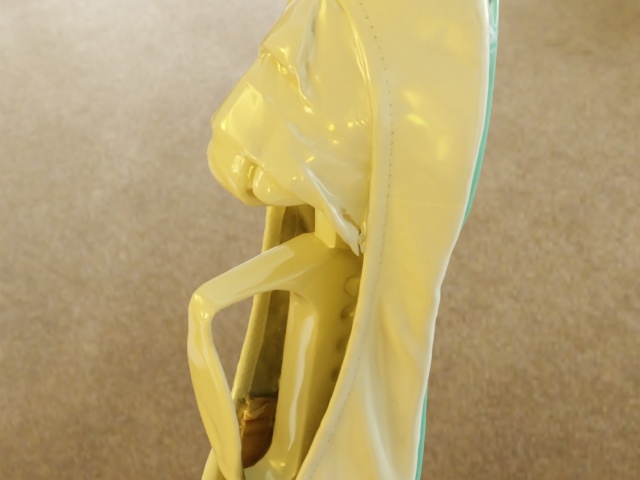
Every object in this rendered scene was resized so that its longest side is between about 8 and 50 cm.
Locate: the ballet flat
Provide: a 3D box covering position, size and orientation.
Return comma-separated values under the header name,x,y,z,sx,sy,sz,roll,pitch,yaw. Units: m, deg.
name,x,y,z,sx,sy,sz,roll,pitch,yaw
ballet flat,0.000,0.000,0.705,0.139,0.400,0.139,5,24,-2
